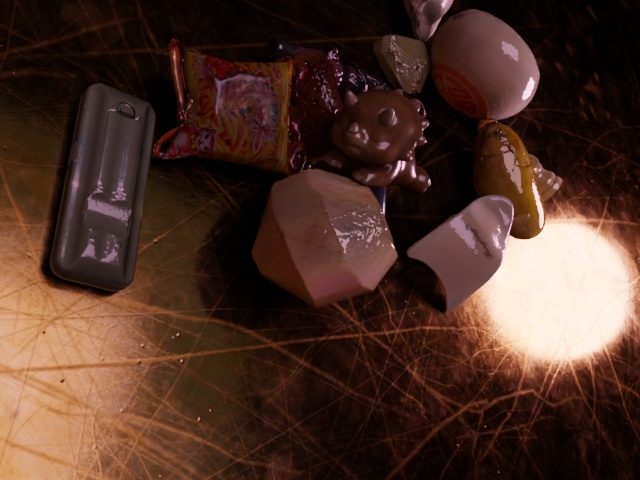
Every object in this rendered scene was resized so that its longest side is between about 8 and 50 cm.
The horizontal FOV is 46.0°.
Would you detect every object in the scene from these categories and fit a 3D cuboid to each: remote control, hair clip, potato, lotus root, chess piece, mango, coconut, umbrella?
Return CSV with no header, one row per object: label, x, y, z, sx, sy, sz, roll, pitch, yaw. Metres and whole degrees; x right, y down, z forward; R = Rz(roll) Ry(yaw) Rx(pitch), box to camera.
remote control,-0.336,-0.090,1.195,0.128,0.065,0.336,20,61,-36
hair clip,0.338,0.004,1.699,0.173,0.113,0.282,54,48,-9
potato,0.456,-0.144,1.844,0.173,0.140,0.300,-26,97,-45
lotus root,0.208,-0.414,1.791,0.143,0.070,0.144,-7,77,-41
chess piece,0.533,-0.191,1.979,0.200,0.090,0.090,41,50,-6
mango,0.440,-0.292,1.959,0.089,0.046,0.060,-2,75,-54
coconut,0.000,0.000,1.347,0.259,0.259,0.259,17,62,-35
umbrella,0.018,-0.349,1.587,0.326,0.094,0.090,14,82,-36

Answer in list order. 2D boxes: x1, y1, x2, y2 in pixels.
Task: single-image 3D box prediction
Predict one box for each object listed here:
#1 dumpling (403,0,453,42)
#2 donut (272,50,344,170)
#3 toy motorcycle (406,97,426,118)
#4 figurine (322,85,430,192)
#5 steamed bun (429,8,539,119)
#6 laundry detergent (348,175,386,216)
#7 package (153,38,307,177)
dumpling,0.276,-0.598,1.896,0.247,0.142,0.172,-63,147,-23
donut,-0.016,-0.257,1.478,0.144,0.126,0.187,46,29,-63
toy motorcycle,0.173,-0.233,1.653,0.084,0.118,0.213,28,56,-18
figurine,0.120,-0.199,1.408,0.247,0.173,0.177,8,24,-42
steamed bun,0.375,-0.401,1.810,0.177,0.283,0.283,-47,107,-7
laundry detergent,0.091,-0.035,1.514,0.061,0.096,0.206,25,57,-42
package,-0.157,-0.239,1.360,0.288,0.108,0.224,6,89,-33
